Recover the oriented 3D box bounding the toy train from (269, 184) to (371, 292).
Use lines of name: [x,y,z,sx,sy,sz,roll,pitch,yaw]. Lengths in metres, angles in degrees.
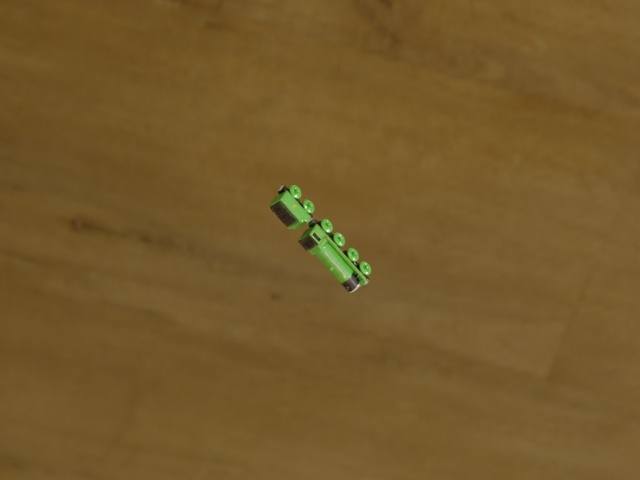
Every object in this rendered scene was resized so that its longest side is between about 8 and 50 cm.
toy train: [0.000,0.000,1.188,0.017,0.024,0.083,-31,106,40]
